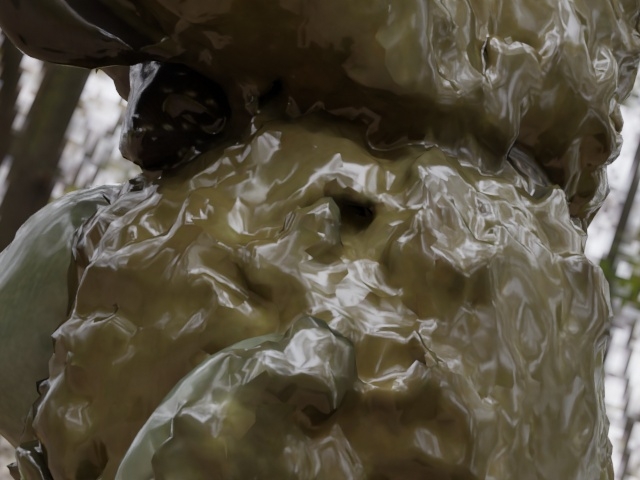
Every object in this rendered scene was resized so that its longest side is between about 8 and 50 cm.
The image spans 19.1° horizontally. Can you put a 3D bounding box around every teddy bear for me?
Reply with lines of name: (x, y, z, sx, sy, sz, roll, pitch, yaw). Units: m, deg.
teddy bear: (0.000, 0.000, 0.439, 0.156, 0.256, 0.267, 4, -27, 19)
